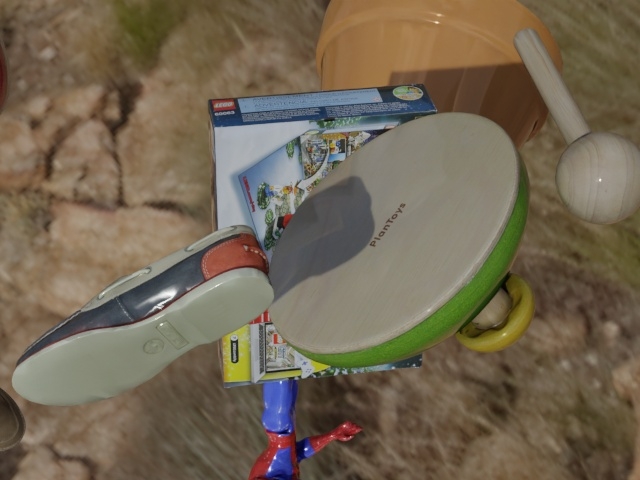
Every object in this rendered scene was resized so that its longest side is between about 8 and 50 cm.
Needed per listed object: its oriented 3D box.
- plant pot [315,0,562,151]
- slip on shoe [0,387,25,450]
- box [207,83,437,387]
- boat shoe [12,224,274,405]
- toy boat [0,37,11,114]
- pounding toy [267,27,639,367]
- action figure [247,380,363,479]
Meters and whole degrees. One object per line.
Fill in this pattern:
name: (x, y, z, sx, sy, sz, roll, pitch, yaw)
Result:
plant pot: (0.118, -0.143, 1.699, 0.291, 0.291, 0.203, 3, 60, 27)
slip on shoe: (-0.276, 0.123, 1.151, 0.041, 0.135, 0.051, 9, 55, 46)
box: (0.000, 0.000, 1.097, 0.159, 0.233, 0.044, -5, 34, -9)
boat shoe: (-0.087, 0.036, 0.708, 0.137, 0.049, 0.043, -26, 47, 8)
toy boat: (-0.395, -0.132, 1.318, 0.231, 0.151, 0.151, -33, 94, 5)
pounding toy: (0.090, 0.007, 0.905, 0.237, 0.110, 0.183, -37, 34, 10)
action figure: (-0.004, 0.167, 1.444, 0.139, 0.091, 0.280, 6, 98, 9)
